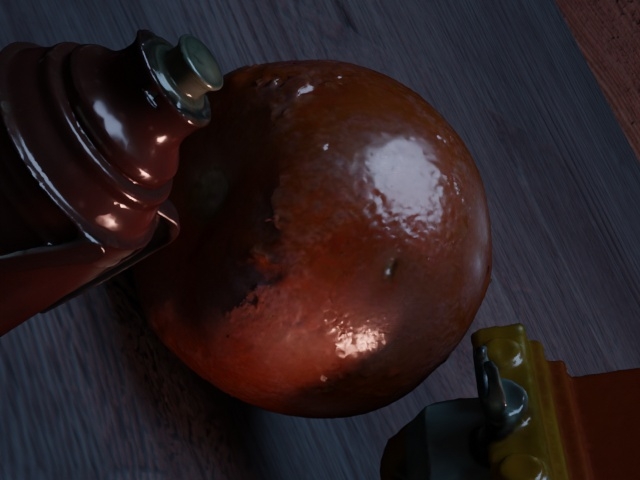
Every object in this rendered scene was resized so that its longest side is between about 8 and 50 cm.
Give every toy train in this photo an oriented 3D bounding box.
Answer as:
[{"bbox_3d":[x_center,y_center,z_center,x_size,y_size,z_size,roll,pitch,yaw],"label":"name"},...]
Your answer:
[{"bbox_3d":[0.159,0.198,0.977,0.163,0.231,0.369,-89,166,-54],"label":"toy train"}]

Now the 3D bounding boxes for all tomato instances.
[{"bbox_3d":[0.000,0.000,0.991,0.184,0.208,0.208,24,38,-39],"label":"tomato"}]

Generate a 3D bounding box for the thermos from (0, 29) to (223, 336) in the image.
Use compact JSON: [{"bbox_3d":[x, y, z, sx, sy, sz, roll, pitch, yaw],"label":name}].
[{"bbox_3d":[-0.131,-0.006,0.655,0.124,0.232,0.099,38,28,-46],"label":"thermos"}]
